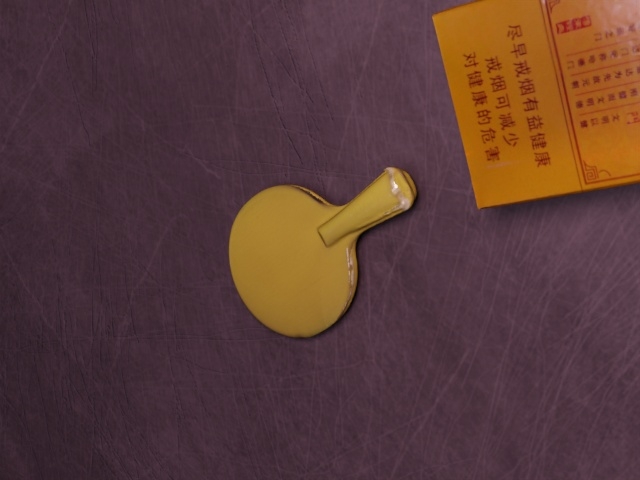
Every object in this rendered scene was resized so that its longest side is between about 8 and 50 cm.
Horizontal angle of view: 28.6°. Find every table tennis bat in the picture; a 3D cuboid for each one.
[{"bbox_3d":[0.000,0.000,1.807,0.368,0.054,0.224,-36,80,38],"label":"table tennis bat"}]

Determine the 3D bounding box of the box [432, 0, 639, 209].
[{"bbox_3d":[0.361,-0.197,1.487,0.415,0.115,0.264,-11,94,34],"label":"box"}]
